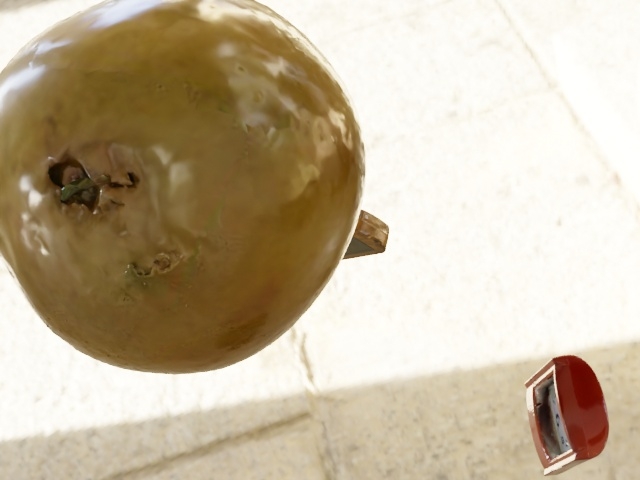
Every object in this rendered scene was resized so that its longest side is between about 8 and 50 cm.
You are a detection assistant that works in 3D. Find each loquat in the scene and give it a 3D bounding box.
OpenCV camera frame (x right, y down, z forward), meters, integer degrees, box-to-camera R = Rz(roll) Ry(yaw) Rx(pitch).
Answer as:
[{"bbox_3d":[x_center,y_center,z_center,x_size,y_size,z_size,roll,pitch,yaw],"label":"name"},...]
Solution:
[{"bbox_3d":[-0.095,-0.040,0.769,0.263,0.263,0.263,-12,39,9],"label":"loquat"}]

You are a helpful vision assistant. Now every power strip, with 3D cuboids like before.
[{"bbox_3d":[0.000,0.000,1.153,0.178,0.049,0.028,-12,56,49],"label":"power strip"}]

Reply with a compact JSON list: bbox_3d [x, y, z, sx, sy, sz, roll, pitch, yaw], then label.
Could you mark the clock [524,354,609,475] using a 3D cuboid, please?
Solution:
[{"bbox_3d":[0.276,0.194,1.268,0.061,0.155,0.113,-8,73,-3],"label":"clock"}]
